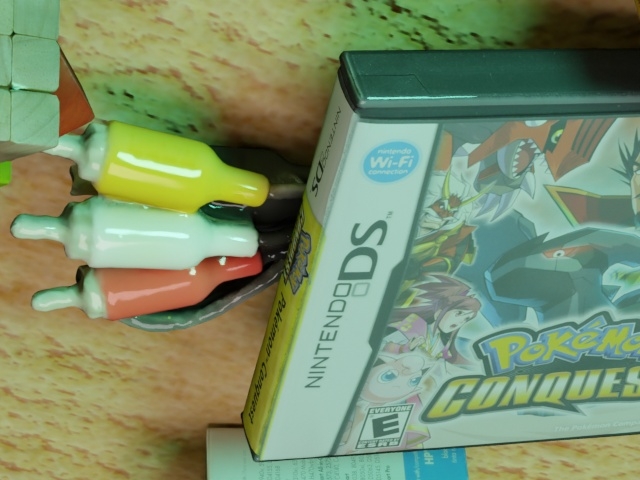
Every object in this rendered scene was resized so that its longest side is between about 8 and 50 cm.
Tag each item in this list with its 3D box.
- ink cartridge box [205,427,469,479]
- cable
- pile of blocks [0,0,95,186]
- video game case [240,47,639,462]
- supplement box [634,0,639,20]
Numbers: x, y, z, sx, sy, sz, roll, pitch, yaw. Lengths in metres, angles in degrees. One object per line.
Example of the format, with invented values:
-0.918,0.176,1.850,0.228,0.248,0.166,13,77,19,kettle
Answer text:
-0.012,0.158,1.089,0.180,0.060,0.104,1,135,-4,ink cartridge box
0.000,0.000,0.929,0.287,0.072,0.139,2,131,-5,cable
-0.197,-0.023,0.874,0.113,0.149,0.362,6,146,-35,pile of blocks
0.116,0.011,0.931,0.275,0.035,0.248,-2,137,-18,video game case
0.232,-0.102,0.821,0.188,0.104,0.081,14,131,-17,supplement box
